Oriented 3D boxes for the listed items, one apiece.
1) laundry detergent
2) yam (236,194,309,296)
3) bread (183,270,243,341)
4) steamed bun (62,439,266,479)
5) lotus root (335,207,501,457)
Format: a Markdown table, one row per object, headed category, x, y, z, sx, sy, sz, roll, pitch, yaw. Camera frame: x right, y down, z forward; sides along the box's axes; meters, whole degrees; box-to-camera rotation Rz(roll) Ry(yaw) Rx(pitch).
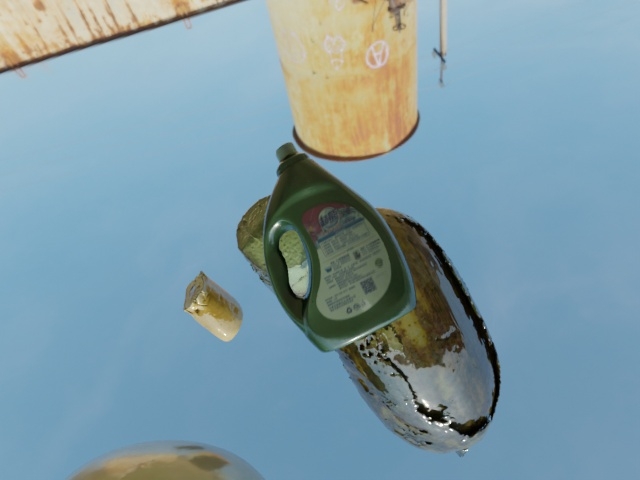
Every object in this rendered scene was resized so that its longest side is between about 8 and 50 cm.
| category | x | y | z | sx | sy | sz | roll | pitch | yaw |
| --- | --- | --- | --- | --- | --- | --- | --- | --- | --- |
| laundry detergent | 0.000 | 0.000 | 0.466 | 0.137 | 0.063 | 0.211 | -29 | -94 | 7 |
| yam | -0.081 | 0.017 | 1.016 | 0.201 | 0.271 | 0.203 | 30 | -102 | 8 |
| bread | -0.272 | 0.170 | 1.162 | 0.085 | 0.173 | 0.134 | -39 | -150 | 8 |
| steamed bun | -0.221 | 0.434 | 0.600 | 0.373 | 0.334 | 0.334 | -24 | -143 | 23 |
| lotus root | 0.120 | 0.135 | 0.615 | 0.195 | 0.398 | 0.179 | -39 | -164 | -24 |
